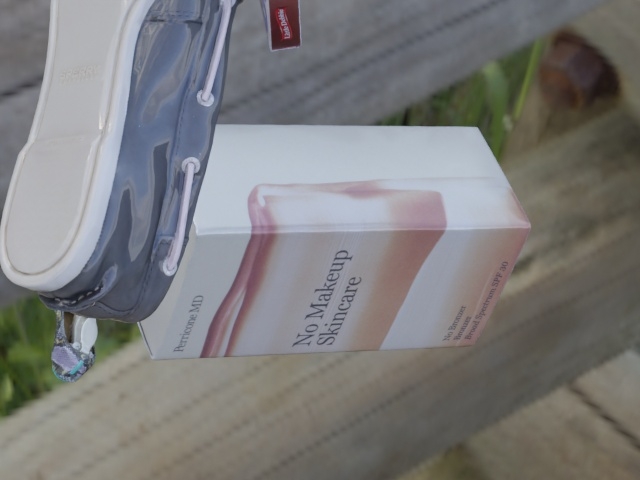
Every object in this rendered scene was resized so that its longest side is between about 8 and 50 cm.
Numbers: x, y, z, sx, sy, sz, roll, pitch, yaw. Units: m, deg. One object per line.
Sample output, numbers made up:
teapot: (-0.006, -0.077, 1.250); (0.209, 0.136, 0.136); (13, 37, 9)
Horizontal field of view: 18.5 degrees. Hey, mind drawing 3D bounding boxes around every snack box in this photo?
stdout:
snack box: (-0.028, -0.196, 1.142); (0.022, 0.178, 0.064); (-8, 50, -5)

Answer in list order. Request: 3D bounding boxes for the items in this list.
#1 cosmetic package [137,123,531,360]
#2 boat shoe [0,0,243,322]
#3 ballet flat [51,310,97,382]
cosmetic package: (0.000, 0.000, 1.594); (0.296, 0.153, 0.129); (-2, 45, -25)
boat shoe: (-0.105, -0.112, 1.193); (0.112, 0.095, 0.335); (4, 72, 40)
ballet flat: (-0.194, 0.063, 1.581); (0.041, 0.041, 0.114); (0, 45, -5)
